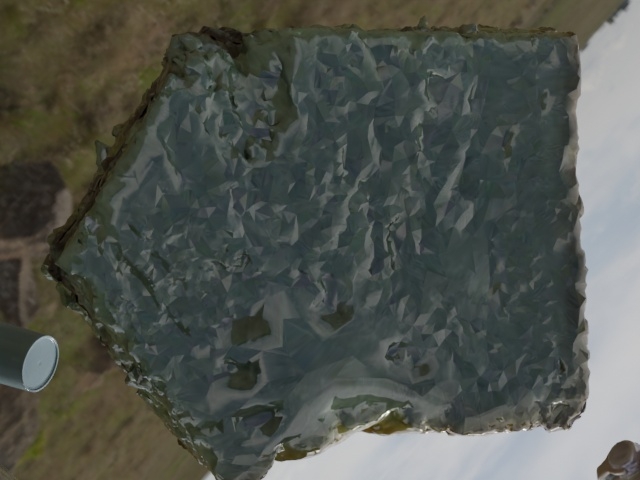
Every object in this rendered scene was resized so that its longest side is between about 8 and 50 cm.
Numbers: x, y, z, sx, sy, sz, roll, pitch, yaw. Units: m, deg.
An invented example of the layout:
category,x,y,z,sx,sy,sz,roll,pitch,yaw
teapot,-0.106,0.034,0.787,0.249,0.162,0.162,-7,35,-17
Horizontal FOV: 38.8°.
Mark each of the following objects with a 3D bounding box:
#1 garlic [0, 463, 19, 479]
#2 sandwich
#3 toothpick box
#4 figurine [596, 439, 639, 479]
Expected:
category,x,y,z,sx,sy,sz,roll,pitch,yaw
garlic,-0.234,0.218,0.338,0.322,0.241,0.322,-42,171,-9
sandwich,0.000,0.001,0.548,0.325,0.262,0.131,-7,-168,-17
toothpick box,-0.275,0.096,0.783,0.052,0.083,0.052,12,90,-72
figurine,0.416,0.273,1.075,0.141,0.162,0.237,-72,178,-59
